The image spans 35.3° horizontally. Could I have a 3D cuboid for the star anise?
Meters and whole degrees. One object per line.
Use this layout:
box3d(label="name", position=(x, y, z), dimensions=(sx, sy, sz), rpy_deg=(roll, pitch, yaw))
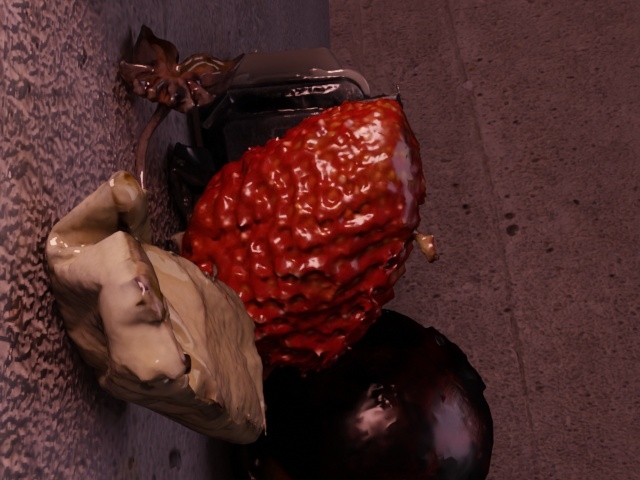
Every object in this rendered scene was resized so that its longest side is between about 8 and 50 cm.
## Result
box3d(label="star anise", position=(-0.165, -0.097, 1.130), dimensions=(0.218, 0.148, 0.227), rpy_deg=(51, -50, 38))

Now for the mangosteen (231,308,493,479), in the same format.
box3d(label="mangosteen", position=(0.071, 0.312, 1.536), dimensions=(0.381, 0.381, 0.421), rpy_deg=(-80, -164, -64))

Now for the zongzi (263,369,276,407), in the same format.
box3d(label="zongzi", position=(-0.080, 0.236, 1.675), dimensions=(0.221, 0.112, 0.242), rpy_deg=(30, 65, -79))

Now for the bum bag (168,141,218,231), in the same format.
box3d(label="bum bag", position=(-0.140, 0.011, 1.341), dimensions=(0.137, 0.074, 0.310), rpy_deg=(-57, 139, -59))

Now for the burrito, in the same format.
box3d(label="burrito", position=(-0.154, 0.081, 0.921), dimensions=(0.332, 0.135, 0.190), rpy_deg=(63, 16, -68))

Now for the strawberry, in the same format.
box3d(label="strawberry", position=(0.002, 0.002, 1.171), dimensions=(0.343, 0.292, 0.292), rpy_deg=(-29, -128, 46))

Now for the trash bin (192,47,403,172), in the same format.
box3d(label="trash bin", position=(-0.029, -0.172, 1.560), dimensions=(0.367, 0.296, 0.255), rpy_deg=(-93, 177, -67))
